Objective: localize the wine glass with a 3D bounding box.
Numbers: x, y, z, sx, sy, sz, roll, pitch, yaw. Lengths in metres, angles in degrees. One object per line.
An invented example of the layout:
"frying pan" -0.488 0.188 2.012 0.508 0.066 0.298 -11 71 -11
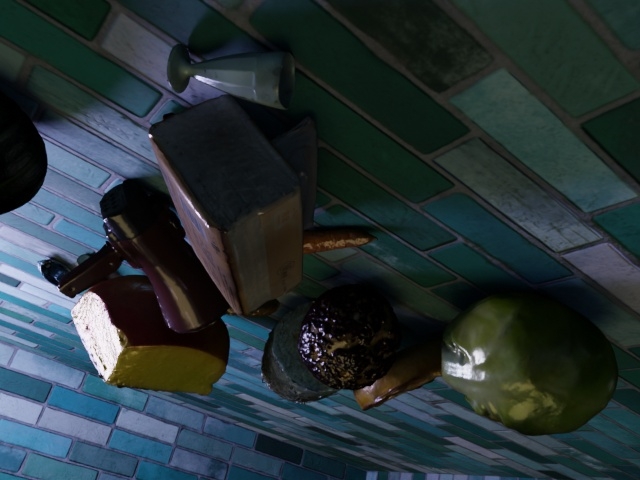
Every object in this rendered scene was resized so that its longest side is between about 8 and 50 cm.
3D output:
"wine glass" -0.113 -0.215 0.739 0.155 0.073 0.073 10 151 13

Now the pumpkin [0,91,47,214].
"pumpkin" -0.581 -0.146 0.921 0.250 0.216 0.249 33 151 21

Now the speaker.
"speaker" -0.366 0.042 1.188 0.259 0.198 0.329 -20 132 19

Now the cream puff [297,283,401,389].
"cream puff" 0.072 0.213 1.237 0.239 0.239 0.165 36 170 -35

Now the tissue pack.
"tissue pack" -0.103 -0.059 0.908 0.239 0.238 0.305 11 151 5

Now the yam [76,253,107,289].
"yam" -0.606 0.121 1.559 0.061 0.061 0.274 12 150 3

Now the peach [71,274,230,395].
"peach" -0.420 0.215 1.434 0.381 0.306 0.242 15 119 -25

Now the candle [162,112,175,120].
"candle" -0.239 -0.099 1.016 0.051 0.048 0.329 2 151 4

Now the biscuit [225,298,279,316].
"biscuit" -0.208 0.152 1.357 0.226 0.042 0.226 6 -179 0

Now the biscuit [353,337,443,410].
"biscuit" 0.216 0.322 1.408 0.297 0.101 0.296 -24 161 -9

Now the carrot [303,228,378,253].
"carrot" 0.000 0.000 1.092 0.225 0.057 0.057 -5 146 25

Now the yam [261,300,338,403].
"yam" -0.027 0.305 1.483 0.241 0.240 0.348 18 153 -7

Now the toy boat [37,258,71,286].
"toy boat" -0.715 0.093 1.551 0.061 0.060 0.137 17 152 37

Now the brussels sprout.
"brussels sprout" 0.401 0.247 1.126 0.345 0.268 0.344 13 159 5
